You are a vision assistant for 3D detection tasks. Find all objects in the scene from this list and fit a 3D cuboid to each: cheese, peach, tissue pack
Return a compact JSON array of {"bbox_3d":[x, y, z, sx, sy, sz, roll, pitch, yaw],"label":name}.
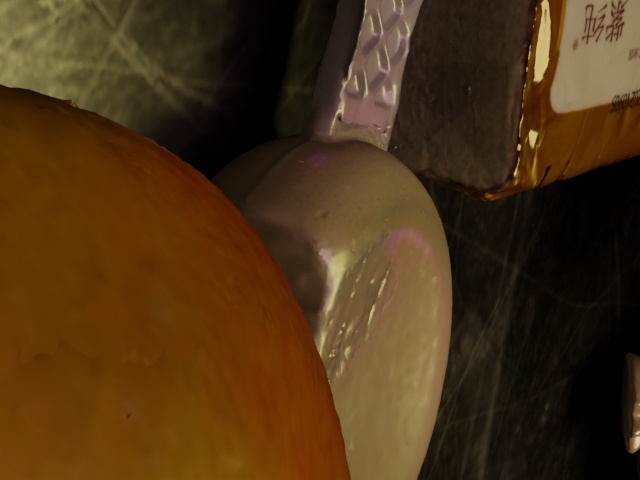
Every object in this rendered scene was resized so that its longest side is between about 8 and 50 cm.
[{"bbox_3d":[0.000,0.000,0.787,0.163,0.082,0.286,4,97,-61],"label":"cheese"},{"bbox_3d":[-0.143,0.132,0.435,0.306,0.242,0.380,33,75,-64],"label":"peach"},{"bbox_3d":[0.119,-0.124,0.919,0.226,0.092,0.183,-18,119,-58],"label":"tissue pack"}]

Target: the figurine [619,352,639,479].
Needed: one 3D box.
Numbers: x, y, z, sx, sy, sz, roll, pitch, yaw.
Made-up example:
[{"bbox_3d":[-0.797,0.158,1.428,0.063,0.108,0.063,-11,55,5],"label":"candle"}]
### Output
[{"bbox_3d":[0.354,0.086,1.337,0.378,0.361,0.266,-92,-173,-66],"label":"figurine"}]
